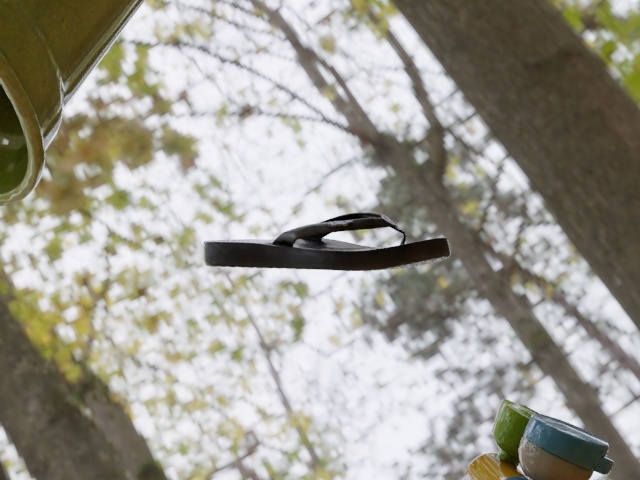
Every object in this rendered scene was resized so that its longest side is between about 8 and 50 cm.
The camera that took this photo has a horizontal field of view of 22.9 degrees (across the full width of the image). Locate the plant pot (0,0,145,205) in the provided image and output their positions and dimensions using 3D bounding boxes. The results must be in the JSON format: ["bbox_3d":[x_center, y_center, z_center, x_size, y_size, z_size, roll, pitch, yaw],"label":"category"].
[{"bbox_3d":[-0.251,-0.211,1.237,0.254,0.276,0.276,-50,-29,-31],"label":"plant pot"}]

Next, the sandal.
[{"bbox_3d":[-0.001,0.000,1.522,0.255,0.054,0.097,1,2,24],"label":"sandal"}]

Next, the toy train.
[{"bbox_3d":[0.115,0.172,1.079,0.105,0.248,0.143,26,-88,-10],"label":"toy train"}]
